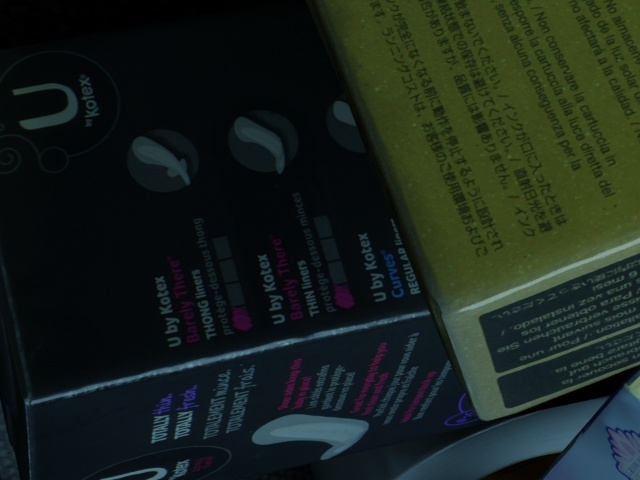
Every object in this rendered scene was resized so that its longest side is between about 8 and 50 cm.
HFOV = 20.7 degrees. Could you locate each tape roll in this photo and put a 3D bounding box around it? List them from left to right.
[{"bbox_3d":[0.106,0.124,1.026,0.219,0.072,0.219,-14,147,-10],"label":"tape roll"}]

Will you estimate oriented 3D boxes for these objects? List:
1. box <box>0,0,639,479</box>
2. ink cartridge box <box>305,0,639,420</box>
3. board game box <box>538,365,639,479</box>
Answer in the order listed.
[{"bbox_3d":[0.000,0.000,0.708,0.270,0.143,0.165,-12,158,-14],"label":"box"},{"bbox_3d":[0.096,-0.085,0.579,0.193,0.234,0.088,-20,147,1],"label":"ink cartridge box"},{"bbox_3d":[0.216,0.033,0.779,0.319,0.066,0.318,-40,167,-21],"label":"board game box"}]
